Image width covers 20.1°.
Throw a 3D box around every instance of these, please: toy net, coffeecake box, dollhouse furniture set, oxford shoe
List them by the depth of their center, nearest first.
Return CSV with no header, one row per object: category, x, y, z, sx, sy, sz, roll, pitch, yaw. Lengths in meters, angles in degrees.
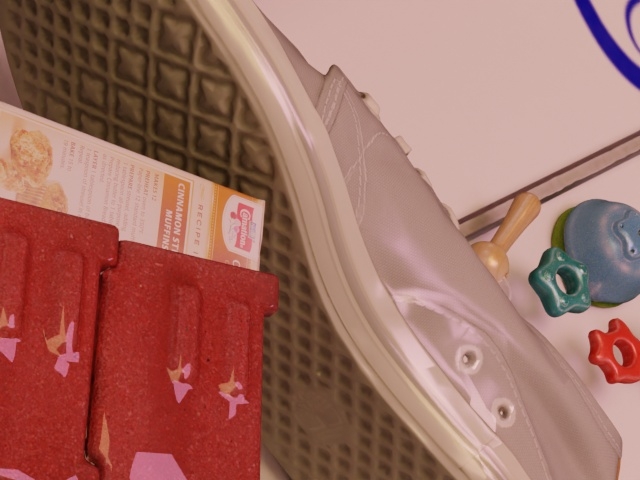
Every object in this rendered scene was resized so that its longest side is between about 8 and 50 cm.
dollhouse furniture set,-0.137,0.193,0.667,0.152,0.201,0.374,19,58,-29
coffeecake box,-0.140,0.006,0.791,0.185,0.142,0.068,20,59,-28
oxford shoe,0.000,0.000,0.889,0.449,0.169,0.130,54,51,-13
toy net,0.120,0.032,1.045,0.232,0.045,0.122,-2,72,-36
